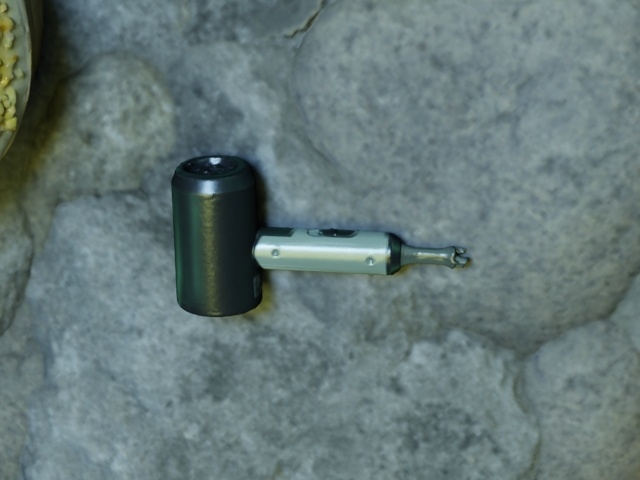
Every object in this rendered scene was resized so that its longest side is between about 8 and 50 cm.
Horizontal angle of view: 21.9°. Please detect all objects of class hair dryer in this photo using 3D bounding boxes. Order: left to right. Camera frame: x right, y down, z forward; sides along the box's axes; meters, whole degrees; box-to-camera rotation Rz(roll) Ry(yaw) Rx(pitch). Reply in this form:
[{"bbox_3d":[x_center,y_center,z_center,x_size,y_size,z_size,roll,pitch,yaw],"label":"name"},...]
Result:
[{"bbox_3d":[0.000,0.000,1.088,0.197,0.057,0.100,3,114,5],"label":"hair dryer"}]

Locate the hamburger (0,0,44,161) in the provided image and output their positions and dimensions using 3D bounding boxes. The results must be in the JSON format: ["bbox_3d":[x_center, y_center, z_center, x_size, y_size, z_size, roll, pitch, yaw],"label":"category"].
[{"bbox_3d":[-0.318,-0.134,1.044,0.302,0.170,0.302,6,115,12],"label":"hamburger"}]
